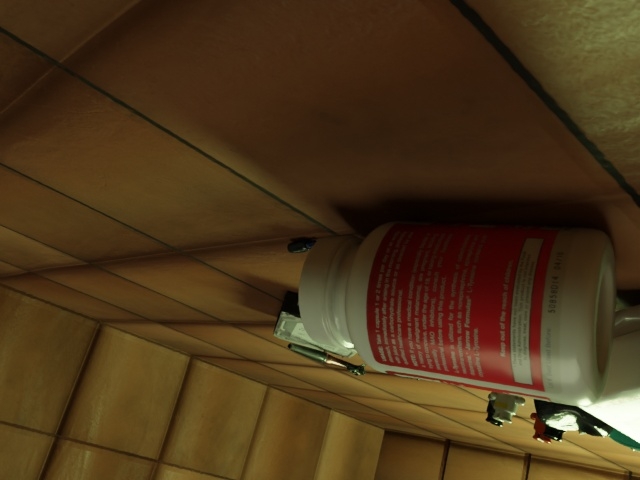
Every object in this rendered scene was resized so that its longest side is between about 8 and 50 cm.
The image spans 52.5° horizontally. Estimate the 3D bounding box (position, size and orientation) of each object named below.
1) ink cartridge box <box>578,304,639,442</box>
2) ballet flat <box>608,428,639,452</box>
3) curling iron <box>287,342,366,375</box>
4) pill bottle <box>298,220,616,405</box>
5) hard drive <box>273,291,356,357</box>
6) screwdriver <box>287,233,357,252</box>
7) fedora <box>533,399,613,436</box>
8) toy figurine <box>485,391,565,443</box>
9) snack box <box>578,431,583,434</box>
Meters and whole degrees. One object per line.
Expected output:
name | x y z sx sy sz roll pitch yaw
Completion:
ink cartridge box | 0.566 0.222 1.051 0.223 0.129 0.307 -28 136 35
ballet flat | 0.827 0.414 1.484 0.147 0.146 0.409 20 161 -11
curling iron | 0.022 0.322 1.783 0.274 0.035 0.068 26 155 -31
pill bottle | 0.185 0.088 0.919 0.408 0.229 0.229 3 157 31
hard drive | 0.001 0.231 1.700 0.237 0.064 0.339 17 161 -3
screwdriver | 0.000 0.000 1.142 0.170 0.024 0.025 -17 114 47
fedora | 0.569 0.346 1.442 0.334 0.152 0.334 14 160 5
toy figurine | 0.557 0.438 1.735 0.210 0.148 0.213 17 164 14
snack box | 0.694 0.451 1.705 0.037 0.100 0.141 -12 156 6
